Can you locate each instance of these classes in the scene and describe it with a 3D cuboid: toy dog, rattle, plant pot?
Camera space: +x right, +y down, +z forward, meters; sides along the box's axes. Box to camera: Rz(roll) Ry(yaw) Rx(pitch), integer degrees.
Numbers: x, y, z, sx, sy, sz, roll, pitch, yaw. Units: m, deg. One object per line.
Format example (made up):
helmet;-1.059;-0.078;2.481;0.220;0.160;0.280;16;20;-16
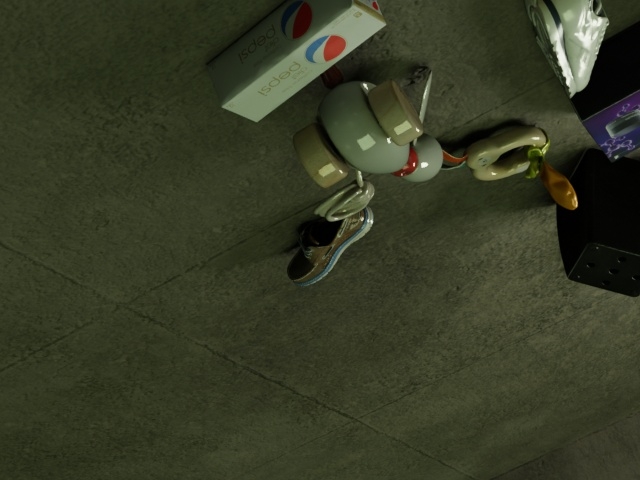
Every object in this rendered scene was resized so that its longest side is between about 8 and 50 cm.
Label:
toy dog;0.062;-0.160;1.747;0.220;0.161;0.334;-23;169;-3
rattle;0.273;-0.094;1.997;0.199;0.143;0.130;-9;170;-36
plant pot;0.500;-0.017;2.185;0.187;0.167;0.188;15;148;-1

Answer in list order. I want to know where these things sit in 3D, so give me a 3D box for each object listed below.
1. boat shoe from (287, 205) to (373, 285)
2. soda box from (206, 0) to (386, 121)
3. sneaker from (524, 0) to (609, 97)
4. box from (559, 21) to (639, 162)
boat shoe;0.000;0.000;2.064;0.066;0.066;0.183;17;126;-44
soda box;-0.031;-0.235;1.575;0.216;0.069;0.074;-35;151;25
sneaker;0.346;-0.274;1.764;0.095;0.090;0.235;-33;155;3
box;0.502;-0.242;1.916;0.261;0.103;0.184;-29;155;17
